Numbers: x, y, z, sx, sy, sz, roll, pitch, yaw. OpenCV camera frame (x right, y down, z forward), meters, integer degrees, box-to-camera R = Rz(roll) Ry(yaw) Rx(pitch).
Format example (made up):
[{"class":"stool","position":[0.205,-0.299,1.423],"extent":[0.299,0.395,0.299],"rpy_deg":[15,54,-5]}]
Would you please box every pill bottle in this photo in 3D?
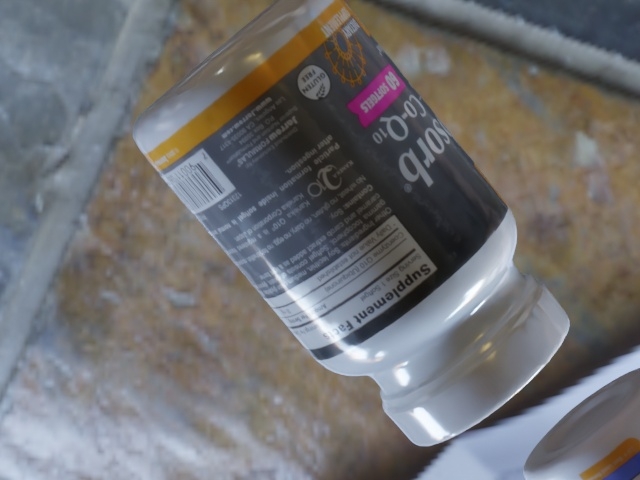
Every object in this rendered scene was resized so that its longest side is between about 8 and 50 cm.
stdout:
[{"class":"pill bottle","position":[0.024,-0.015,1.112],"extent":[0.162,0.162,0.278],"rpy_deg":[-37,99,21]},{"class":"pill bottle","position":[0.314,0.255,1.494],"extent":[0.152,0.152,0.272],"rpy_deg":[-38,92,22]}]
